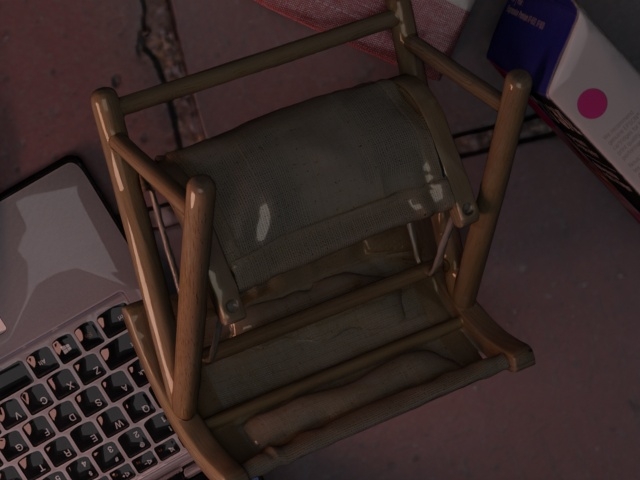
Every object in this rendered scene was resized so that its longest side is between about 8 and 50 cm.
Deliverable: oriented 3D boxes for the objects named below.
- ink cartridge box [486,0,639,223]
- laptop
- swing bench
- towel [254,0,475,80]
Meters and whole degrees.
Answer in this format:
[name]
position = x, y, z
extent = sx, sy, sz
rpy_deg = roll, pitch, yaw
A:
[ink cartridge box]
position = 0.222, -0.066, 1.271
extent = 0.069, 0.176, 0.371
rpy_deg = -42, 106, 4
[laptop]
position = -0.244, 0.219, 1.309
extent = 0.382, 0.236, 0.408
rpy_deg = -30, 100, 4
[swing bench]
position = 0.000, 0.000, 1.257
extent = 0.253, 0.165, 0.255
rpy_deg = -20, 127, -23
[towel]
position = 0.049, -0.309, 1.313
extent = 0.237, 0.037, 0.329
rpy_deg = 25, 99, -5
